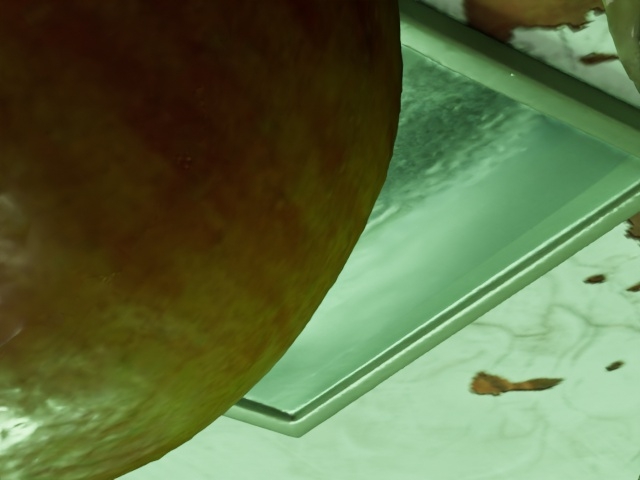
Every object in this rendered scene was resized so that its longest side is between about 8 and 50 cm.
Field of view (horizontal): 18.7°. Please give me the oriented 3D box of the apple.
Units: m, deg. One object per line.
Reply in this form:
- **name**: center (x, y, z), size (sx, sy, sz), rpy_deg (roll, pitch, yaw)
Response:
- **apple**: center (-0.106, -0.041, 0.658), size (0.179, 0.254, 0.346), rpy_deg (19, 173, 42)

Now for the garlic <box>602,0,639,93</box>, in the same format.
- **garlic**: center (0.223, -0.124, 0.569), size (0.286, 0.249, 0.313), rpy_deg (2, 170, -42)

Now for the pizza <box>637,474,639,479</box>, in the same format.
- **pizza**: center (0.306, 0.168, 1.100), size (0.223, 0.089, 0.323), rpy_deg (-15, 146, 33)

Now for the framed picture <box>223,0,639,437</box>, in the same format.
- **framed picture**: center (0.000, 0.000, 0.885), size (0.213, 0.016, 0.289), rpy_deg (21, 137, -36)
